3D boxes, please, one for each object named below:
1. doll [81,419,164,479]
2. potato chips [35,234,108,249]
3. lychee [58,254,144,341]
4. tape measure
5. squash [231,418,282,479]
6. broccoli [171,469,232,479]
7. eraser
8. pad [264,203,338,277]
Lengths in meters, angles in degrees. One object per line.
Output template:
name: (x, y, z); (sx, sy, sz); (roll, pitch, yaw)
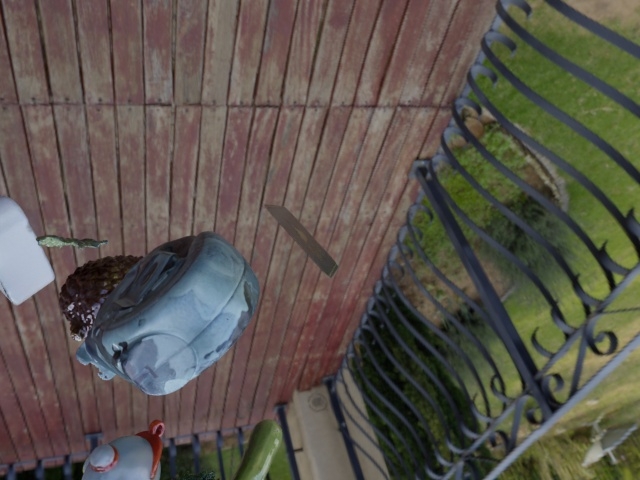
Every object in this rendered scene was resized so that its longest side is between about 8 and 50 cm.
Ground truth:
doll: (-0.346, 0.420, 0.905); (0.105, 0.336, 0.200); (11, 141, 30)
potato chips: (-0.564, 0.006, 1.322); (0.207, 0.028, 0.091); (0, 173, 38)
lychee: (-0.477, 0.140, 1.394); (0.235, 0.271, 0.236); (15, 124, 22)
tape measure: (-0.230, 0.106, 0.912); (0.275, 0.256, 0.147); (-50, 118, -25)
squash: (-0.163, 0.547, 1.452); (0.083, 0.250, 0.083); (13, 132, 15)
broccoli: (-0.317, 0.737, 1.582); (0.294, 0.265, 0.245); (-1, 177, 12)
eraser: (-0.884, -0.006, 1.618); (0.150, 0.331, 0.331); (-42, 152, -29)
pad: (0.000, 0.001, 1.592); (0.063, 0.315, 0.375); (-41, 180, 6)
